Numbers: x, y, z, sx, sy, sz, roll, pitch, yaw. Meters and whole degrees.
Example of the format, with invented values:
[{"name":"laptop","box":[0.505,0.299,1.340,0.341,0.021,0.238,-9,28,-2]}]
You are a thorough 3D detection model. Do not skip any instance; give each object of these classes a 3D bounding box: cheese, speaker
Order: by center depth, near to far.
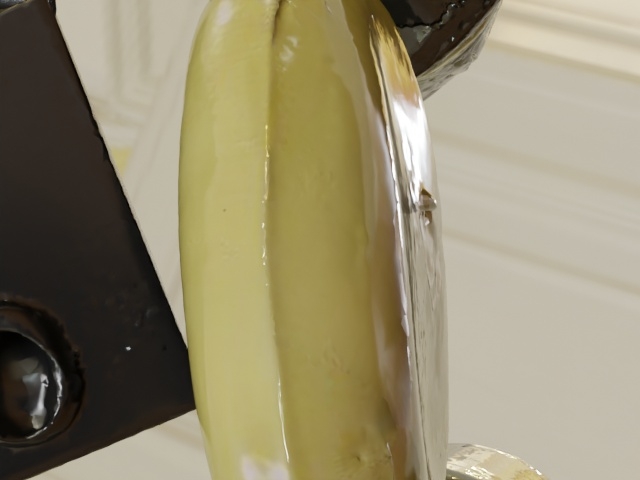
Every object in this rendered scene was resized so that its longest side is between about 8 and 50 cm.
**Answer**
[{"name":"cheese","box":[0.000,0.000,0.799,0.259,0.128,0.316,72,-171,-76]},{"name":"speaker","box":[-0.195,-0.029,0.839,0.184,0.232,0.254,-22,-67,-5]}]

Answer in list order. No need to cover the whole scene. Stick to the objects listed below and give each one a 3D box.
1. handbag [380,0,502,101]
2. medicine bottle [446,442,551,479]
[{"name":"handbag","box":[0.008,-0.207,1.114,0.181,0.254,0.181,-45,-4,-3]},{"name":"medicine bottle","box":[0.087,0.299,1.317,0.306,0.245,0.245,1,-75,-71]}]
